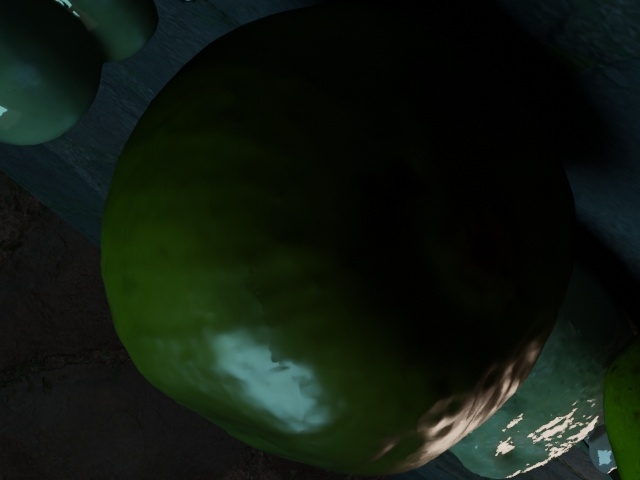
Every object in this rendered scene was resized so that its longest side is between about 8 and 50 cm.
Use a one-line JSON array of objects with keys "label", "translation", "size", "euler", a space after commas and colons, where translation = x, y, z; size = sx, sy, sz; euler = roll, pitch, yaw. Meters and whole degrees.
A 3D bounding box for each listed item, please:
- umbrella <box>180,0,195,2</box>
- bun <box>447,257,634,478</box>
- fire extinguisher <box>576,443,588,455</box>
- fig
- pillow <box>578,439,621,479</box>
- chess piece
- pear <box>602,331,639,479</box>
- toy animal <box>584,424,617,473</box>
[{"label": "umbrella", "translation": [-0.144, -0.244, 1.144], "size": [0.036, 0.031, 0.133], "euler": [17, 159, 52]}, {"label": "bun", "translation": [0.107, 0.077, 1.285], "size": [0.365, 0.219, 0.365], "euler": [36, 172, 6]}, {"label": "fire extinguisher", "translation": [0.261, 0.164, 1.600], "size": [0.231, 0.071, 0.099], "euler": [35, 151, 2]}, {"label": "fig", "translation": [-0.006, -0.001, 0.986], "size": [0.343, 0.343, 0.343], "euler": [33, 169, 7]}, {"label": "pillow", "translation": [0.305, 0.207, 1.474], "size": [0.131, 0.038, 0.232], "euler": [12, -149, -41]}, {"label": "chess piece", "translation": [-0.140, -0.170, 0.868], "size": [0.144, 0.251, 0.144], "euler": [33, 168, 8]}, {"label": "pear", "translation": [0.308, 0.143, 1.115], "size": [0.187, 0.187, 0.219], "euler": [39, -171, -19]}, {"label": "toy animal", "translation": [0.359, 0.212, 1.364], "size": [0.212, 0.124, 0.124], "euler": [31, 169, -8]}]
